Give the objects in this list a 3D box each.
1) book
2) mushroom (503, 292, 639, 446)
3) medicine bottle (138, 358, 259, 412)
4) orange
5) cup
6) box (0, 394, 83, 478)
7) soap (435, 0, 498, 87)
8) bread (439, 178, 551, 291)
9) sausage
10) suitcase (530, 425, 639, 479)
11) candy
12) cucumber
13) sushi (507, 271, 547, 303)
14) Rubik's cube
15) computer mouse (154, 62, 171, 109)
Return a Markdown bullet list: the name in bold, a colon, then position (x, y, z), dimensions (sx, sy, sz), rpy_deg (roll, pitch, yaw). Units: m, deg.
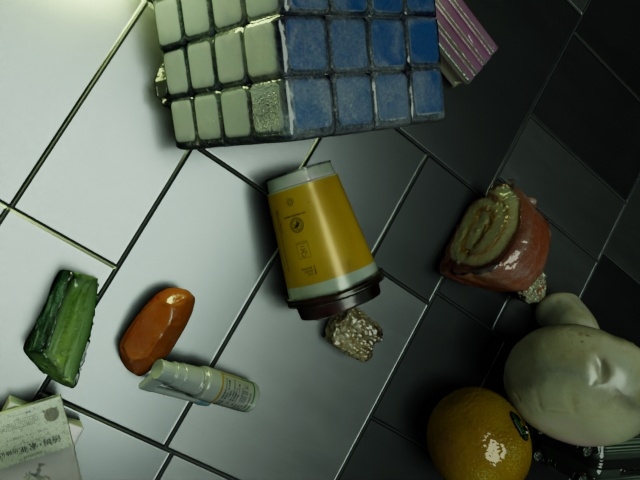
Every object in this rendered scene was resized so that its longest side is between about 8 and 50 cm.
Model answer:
- **book**: position (-0.470, 0.356, 1.124), dimensions (0.127, 0.014, 0.182), rpy_deg (-14, 99, -24)
- **mushroom**: position (0.530, 0.293, 1.475), dimensions (0.315, 0.356, 0.315), rpy_deg (-16, 123, -27)
- **medicine bottle**: position (-0.218, 0.269, 1.247), dimensions (0.092, 0.061, 0.220), rpy_deg (-39, 135, 22)
- **orange**: position (0.337, 0.431, 1.457), dimensions (0.236, 0.236, 0.236), rpy_deg (-2, 95, -25)
- **cup**: position (0.000, 0.000, 1.289), dimensions (0.196, 0.196, 0.280), rpy_deg (-19, 93, -23)
- **box**: position (-0.491, 0.347, 1.150), dimensions (0.130, 0.051, 0.129), rpy_deg (29, 82, -25)
- **soap**: position (0.269, -0.436, 1.438), dimensions (0.203, 0.065, 0.122), rpy_deg (45, 76, -21)
- **bread**: position (0.390, -0.002, 1.472), dimensions (0.123, 0.190, 0.244), rpy_deg (37, 75, -37)
- **sausage**: position (-0.291, 0.160, 1.212), dimensions (0.089, 0.089, 0.179), rpy_deg (35, 86, -24)
- **suitcase**: position (0.673, 0.496, 1.631), dimensions (0.312, 0.202, 0.128), rpy_deg (6, 92, -25)
- **candy**: position (0.070, 0.188, 1.387), dimensions (0.110, 0.085, 0.095), rpy_deg (29, 88, -14)
- **cucumber**: position (-0.438, 0.144, 1.145), dimensions (0.193, 0.085, 0.115), rpy_deg (-71, 159, -6)
- **sushi**: position (0.458, 0.073, 1.563), dimensions (0.090, 0.078, 0.150), rpy_deg (-29, 107, -20)
- **Rubik's cube**: position (-0.040, -0.335, 1.112), dimensions (0.344, 0.343, 0.337), rpy_deg (-13, 102, -39)
- **computer mouse**: position (-0.230, -0.293, 1.213), dimensions (0.172, 0.057, 0.099), rpy_deg (-48, 125, -25)
